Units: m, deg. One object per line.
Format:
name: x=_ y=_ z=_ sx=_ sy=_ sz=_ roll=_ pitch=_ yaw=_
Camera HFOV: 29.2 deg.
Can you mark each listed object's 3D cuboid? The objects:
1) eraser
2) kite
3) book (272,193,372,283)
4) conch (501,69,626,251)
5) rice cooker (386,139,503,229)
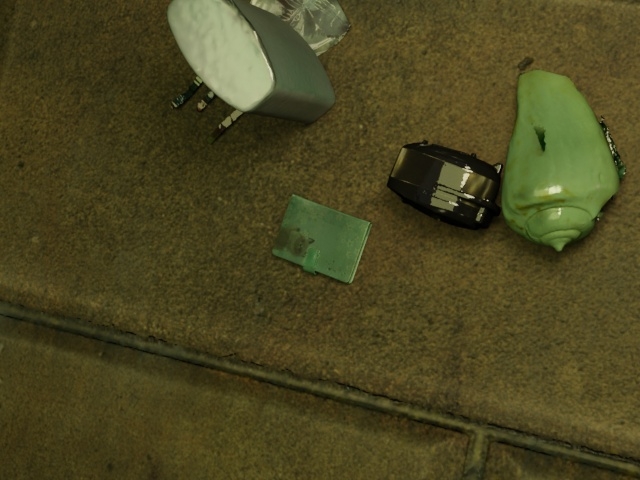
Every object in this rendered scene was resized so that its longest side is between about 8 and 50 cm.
eraser: x=-0.090 y=-0.260 z=1.743 sx=0.104 sy=0.290 sz=0.189 roll=-43 pitch=80 yaw=14
kite: x=-0.093 y=-0.281 z=1.904 sx=0.169 sy=0.015 sz=0.310 roll=44 pitch=101 yaw=18
book: x=0.000 y=0.000 z=1.844 sx=0.135 sy=0.017 sz=0.103 roll=21 pitch=93 yaw=22
conch: x=0.330 y=-0.107 z=1.680 sx=0.143 sy=0.137 sz=0.251 roll=-3 pitch=64 yaw=48
rice cooker: x=0.176 y=-0.078 z=1.729 sx=0.165 sy=0.112 sz=0.106 roll=14 pitch=85 yaw=21
